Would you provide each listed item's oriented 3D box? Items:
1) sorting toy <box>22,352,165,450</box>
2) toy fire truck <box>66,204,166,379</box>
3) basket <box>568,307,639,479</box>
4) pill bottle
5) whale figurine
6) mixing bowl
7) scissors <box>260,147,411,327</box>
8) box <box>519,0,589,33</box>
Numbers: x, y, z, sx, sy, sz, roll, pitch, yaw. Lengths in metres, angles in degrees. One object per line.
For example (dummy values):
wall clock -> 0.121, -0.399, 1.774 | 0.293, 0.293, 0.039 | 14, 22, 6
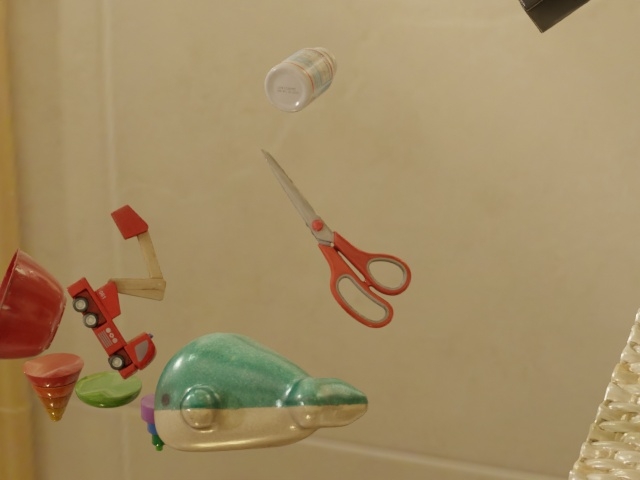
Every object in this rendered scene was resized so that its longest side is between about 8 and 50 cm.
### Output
sorting toy -> -0.426, 0.326, 2.391 | 0.127, 0.366, 0.126 | -24, -59, -52
toy fire truck -> -0.248, 0.065, 1.581 | 0.192, 0.135, 0.047 | 58, 170, -5
basket -> 0.533, 0.281, 1.538 | 0.328, 0.331, 0.266 | -58, -45, -31
pill bottle -> -0.029, -0.285, 2.154 | 0.160, 0.087, 0.087 | -47, -38, -59
whale figurine -> -0.074, 0.172, 1.443 | 0.216, 0.272, 0.141 | 6, -103, -45
mixing bowl -> -0.452, 0.111, 1.901 | 0.181, 0.098, 0.181 | -58, 20, 35
scissors -> 0.000, 0.000, 1.734 | 0.109, 0.297, 0.021 | -50, 0, -7
box -> 0.291, -0.380, 1.331 | 0.184, 0.261, 0.103 | 60, -165, 15
